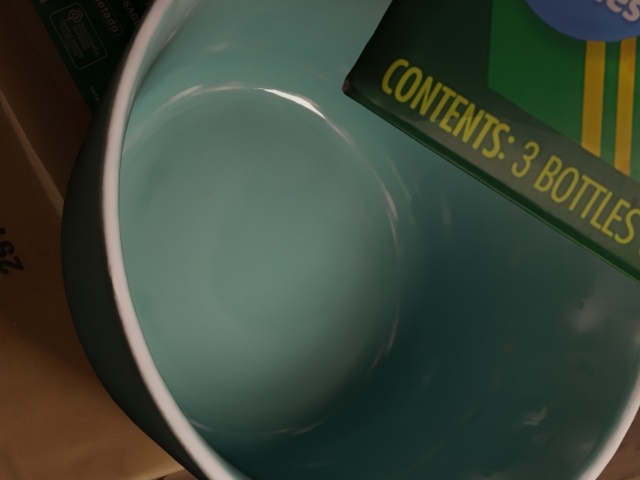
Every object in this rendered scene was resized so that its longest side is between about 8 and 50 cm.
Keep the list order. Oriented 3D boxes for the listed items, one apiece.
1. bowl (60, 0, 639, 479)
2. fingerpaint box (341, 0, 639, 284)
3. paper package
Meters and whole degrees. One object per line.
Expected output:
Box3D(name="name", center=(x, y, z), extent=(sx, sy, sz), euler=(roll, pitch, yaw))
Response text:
Box3D(name="bowl", center=(0.000, 0.000, 0.892), extent=(0.163, 0.311, 0.311), euler=(-13, 107, 57))
Box3D(name="fingerpaint box", center=(0.296, -0.085, 0.623), extent=(0.445, 0.163, 0.371), euler=(34, 98, 13))
Box3D(name="paper package", center=(-0.192, -0.008, 1.059), extent=(0.309, 0.168, 0.325), euler=(-23, 99, 36))
